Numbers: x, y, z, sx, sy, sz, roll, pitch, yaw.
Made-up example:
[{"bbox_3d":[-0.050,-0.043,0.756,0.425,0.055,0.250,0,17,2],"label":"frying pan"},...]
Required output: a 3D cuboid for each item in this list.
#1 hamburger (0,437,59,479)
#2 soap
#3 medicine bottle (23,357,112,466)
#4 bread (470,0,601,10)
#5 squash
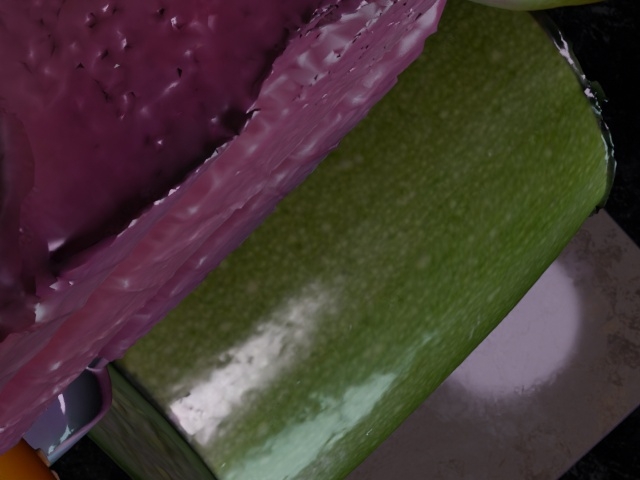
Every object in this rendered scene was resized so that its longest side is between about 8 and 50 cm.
[{"bbox_3d":[-0.192,0.152,0.670,0.170,0.246,0.246,-45,-179,-34],"label":"hamburger"},{"bbox_3d":[-0.071,-0.033,0.463,0.289,0.112,0.182,-42,180,32],"label":"soap"},{"bbox_3d":[-0.174,0.067,0.808,0.188,0.119,0.094,-42,-178,7],"label":"medicine bottle"},{"bbox_3d":[0.100,-0.163,0.625,0.156,0.158,0.260,-39,177,-12],"label":"bread"},{"bbox_3d":[0.000,0.000,1.091,0.384,0.263,0.263,-43,180,-19],"label":"squash"}]
